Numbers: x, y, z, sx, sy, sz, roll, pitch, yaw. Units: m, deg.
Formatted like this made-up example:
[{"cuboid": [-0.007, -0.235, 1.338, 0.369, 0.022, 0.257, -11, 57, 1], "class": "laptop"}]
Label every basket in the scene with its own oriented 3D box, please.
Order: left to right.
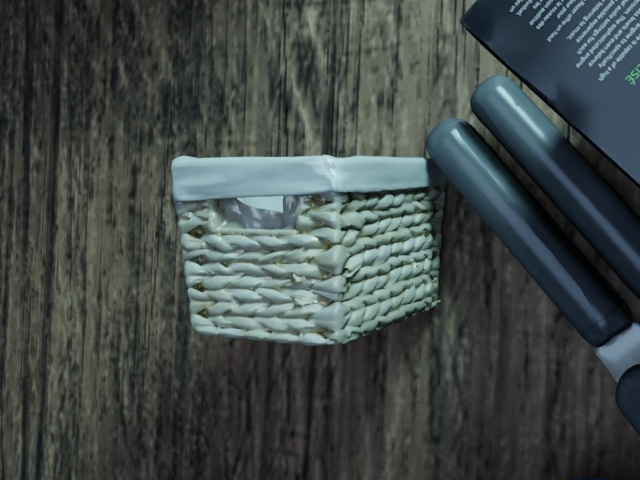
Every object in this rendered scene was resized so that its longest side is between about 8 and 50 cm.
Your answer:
[{"cuboid": [0.000, 0.000, 0.528, 0.113, 0.167, 0.103, 2, 94, 28], "class": "basket"}]

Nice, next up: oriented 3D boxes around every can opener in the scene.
[{"cuboid": [0.163, 0.026, 0.476, 0.076, 0.095, 0.283, -43, 77, 20], "class": "can opener"}]

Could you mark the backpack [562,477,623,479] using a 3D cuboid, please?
[{"cuboid": [0.162, 0.253, 0.406, 0.276, 0.213, 0.264, 10, 108, 22], "class": "backpack"}]

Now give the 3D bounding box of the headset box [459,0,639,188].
[{"cuboid": [0.233, -0.025, 0.355, 0.131, 0.246, 0.283, -49, 68, 19], "class": "headset box"}]
